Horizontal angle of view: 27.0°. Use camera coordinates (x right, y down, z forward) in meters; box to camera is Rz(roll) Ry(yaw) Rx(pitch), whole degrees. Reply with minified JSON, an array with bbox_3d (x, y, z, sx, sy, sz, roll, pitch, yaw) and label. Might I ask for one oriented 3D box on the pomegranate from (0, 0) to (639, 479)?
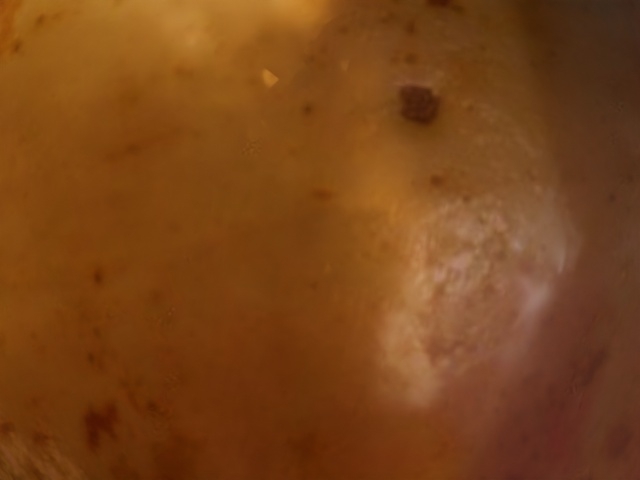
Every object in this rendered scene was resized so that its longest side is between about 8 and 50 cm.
[{"bbox_3d":[0.000,0.000,0.533,0.342,0.342,0.342,51,-7,8],"label":"pomegranate"}]
